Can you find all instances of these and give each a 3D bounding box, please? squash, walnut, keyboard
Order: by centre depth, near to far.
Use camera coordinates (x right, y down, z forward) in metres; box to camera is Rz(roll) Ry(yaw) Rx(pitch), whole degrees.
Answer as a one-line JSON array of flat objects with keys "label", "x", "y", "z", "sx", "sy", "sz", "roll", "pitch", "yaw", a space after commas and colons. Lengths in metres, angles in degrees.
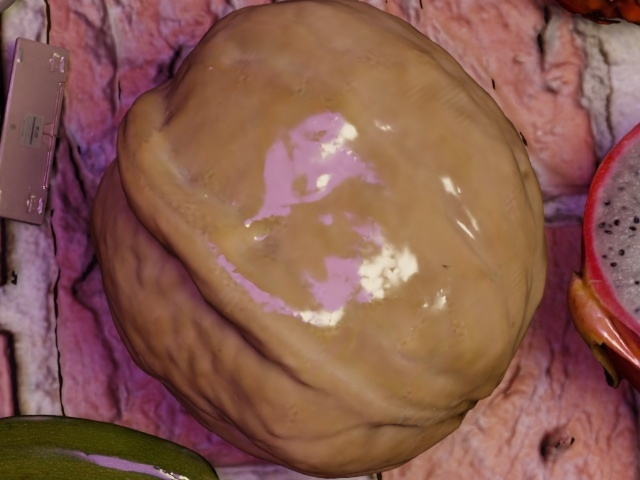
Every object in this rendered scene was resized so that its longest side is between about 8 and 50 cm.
[{"label": "walnut", "x": 0.000, "y": 0.000, "z": 1.351, "sx": 0.381, "sy": 0.381, "sz": 0.381, "roll": -1, "pitch": 78, "yaw": 6}, {"label": "squash", "x": -0.212, "y": 0.191, "z": 1.460, "sx": 0.318, "sy": 0.080, "sz": 0.071, "roll": 5, "pitch": 41, "yaw": 6}, {"label": "keyboard", "x": -0.262, "y": -0.098, "z": 1.540, "sx": 0.055, "sy": 0.017, "sz": 0.166, "roll": 12, "pitch": 78, "yaw": -25}]

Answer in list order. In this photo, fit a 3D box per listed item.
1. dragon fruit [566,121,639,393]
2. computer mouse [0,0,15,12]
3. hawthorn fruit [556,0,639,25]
[{"label": "dragon fruit", "x": 0.347, "y": 0.053, "z": 1.355, "sx": 0.305, "sy": 0.226, "sz": 0.305, "roll": -6, "pitch": 55, "yaw": 9}, {"label": "computer mouse", "x": -0.298, "y": -0.247, "z": 1.574, "sx": 0.066, "sy": 0.039, "sz": 0.096, "roll": 37, "pitch": 92, "yaw": 12}, {"label": "hawthorn fruit", "x": 0.256, "y": -0.329, "z": 1.450, "sx": 0.211, "sy": 0.211, "sz": 0.299, "roll": -7, "pitch": 70, "yaw": 5}]
